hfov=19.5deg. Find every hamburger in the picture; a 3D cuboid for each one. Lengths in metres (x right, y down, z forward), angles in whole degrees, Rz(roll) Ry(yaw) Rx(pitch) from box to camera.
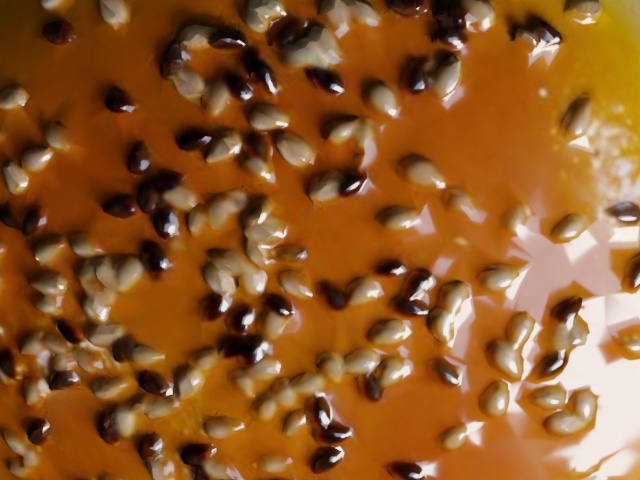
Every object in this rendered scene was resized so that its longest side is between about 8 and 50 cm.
[{"bbox_3d":[0.000,0.000,0.597,0.300,0.176,0.300,5,106,16],"label":"hamburger"}]
